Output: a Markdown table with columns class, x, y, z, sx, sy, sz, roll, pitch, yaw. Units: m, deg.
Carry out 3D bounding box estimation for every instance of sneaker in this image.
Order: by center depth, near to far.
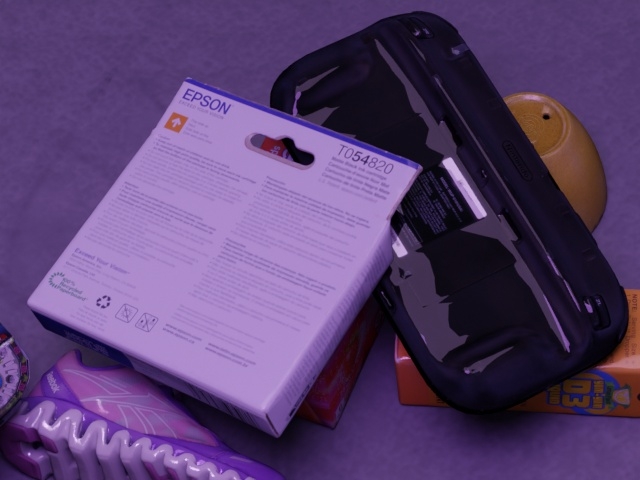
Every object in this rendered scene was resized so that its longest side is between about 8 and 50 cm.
| class | x | y | z | sx | sy | sz | roll | pitch | yaw |
| --- | --- | --- | --- | --- | --- | --- | --- | --- | --- |
| sneaker | -0.127 | 0.146 | 1.441 | 0.236 | 0.095 | 0.104 | 17 | 52 | 17 |

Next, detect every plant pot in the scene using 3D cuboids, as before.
| class | x | y | z | sx | sy | sz | roll | pitch | yaw |
| --- | --- | --- | --- | --- | --- | --- | --- | --- | --- |
| plant pot | 0.169 | -0.065 | 1.544 | 0.134 | 0.095 | 0.134 | -2 | 57 | 4 |

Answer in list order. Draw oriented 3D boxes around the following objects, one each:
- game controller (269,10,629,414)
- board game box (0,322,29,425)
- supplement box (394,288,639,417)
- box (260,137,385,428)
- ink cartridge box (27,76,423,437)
| class | x | y | z | sx | sy | sz | roll | pitch | yaw |
| --- | --- | --- | --- | --- | --- | --- | --- | --- | --- |
| game controller | 0.094 | -0.027 | 1.421 | 0.166 | 0.067 | 0.319 | -28 | 71 | -8 |
| board game box | -0.291 | 0.145 | 1.386 | 0.194 | 0.060 | 0.194 | -40 | 18 | -9 |
| supplement box | 0.176 | 0.084 | 1.457 | 0.233 | 0.078 | 0.080 | 1 | 57 | 6 |
| box | 0.000 | 0.000 | 1.498 | 0.122 | 0.128 | 0.257 | 17 | 59 | 16 |
| ink cartridge box | -0.066 | 0.007 | 1.387 | 0.223 | 0.045 | 0.224 | 23 | 68 | 28 |
